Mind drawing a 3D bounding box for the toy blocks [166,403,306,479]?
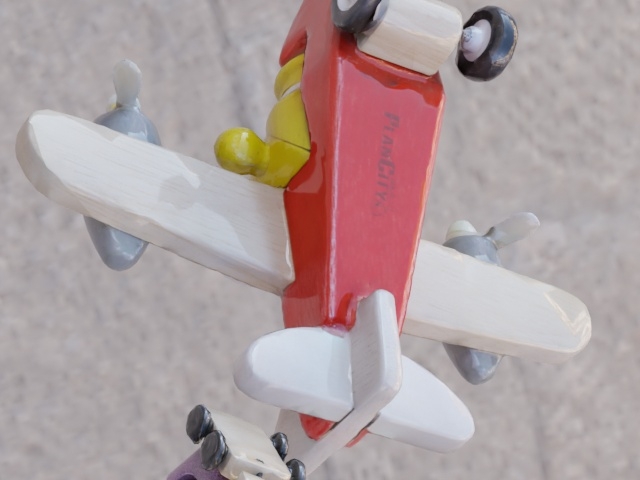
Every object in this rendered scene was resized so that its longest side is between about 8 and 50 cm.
[{"bbox_3d":[0.030,0.305,1.117,0.309,0.260,0.288,24,15,-28],"label":"toy blocks"}]

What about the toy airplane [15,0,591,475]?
[{"bbox_3d":[0.000,0.000,1.496,0.384,0.272,0.386,-34,97,-35],"label":"toy airplane"}]
